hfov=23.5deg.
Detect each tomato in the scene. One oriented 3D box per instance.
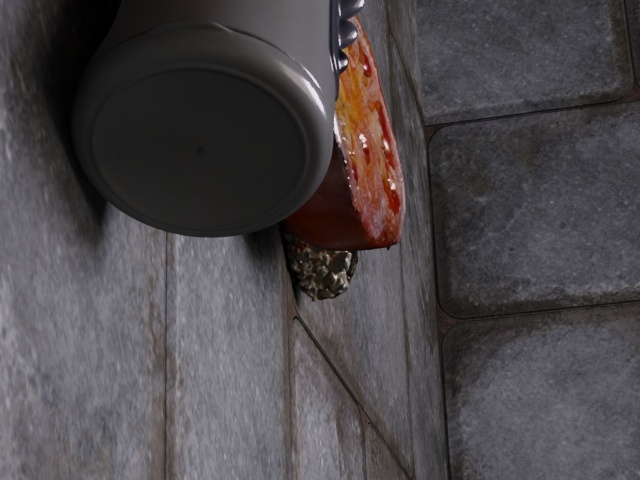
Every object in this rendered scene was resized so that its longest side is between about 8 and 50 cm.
[{"bbox_3d":[-0.008,-0.132,1.834,0.338,0.143,0.338,-12,90,-73],"label":"tomato"}]

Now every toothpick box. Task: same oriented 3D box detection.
[{"bbox_3d":[-0.077,-0.178,1.312,0.316,0.229,0.229,-86,165,-46],"label":"toothpick box"}]

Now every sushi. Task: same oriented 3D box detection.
[{"bbox_3d":[0.000,0.000,1.981,0.078,0.090,0.150,-65,148,-63],"label":"sushi"}]
